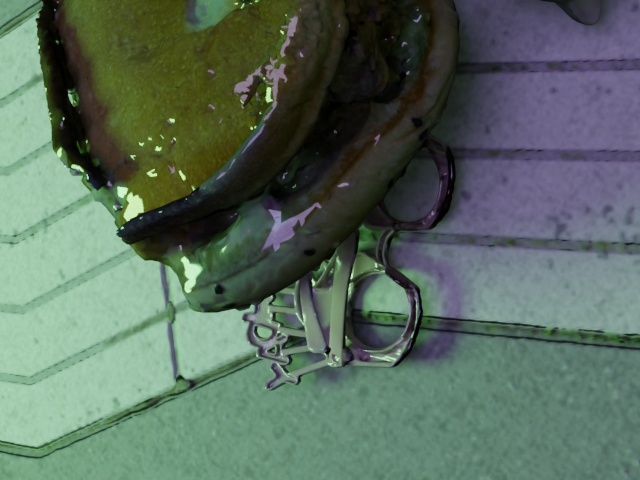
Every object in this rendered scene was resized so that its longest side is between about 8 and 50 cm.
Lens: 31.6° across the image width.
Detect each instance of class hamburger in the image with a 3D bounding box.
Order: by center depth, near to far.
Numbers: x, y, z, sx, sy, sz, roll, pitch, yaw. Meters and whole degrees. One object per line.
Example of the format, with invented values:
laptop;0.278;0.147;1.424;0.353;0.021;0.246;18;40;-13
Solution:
hamburger;-0.052;-0.131;0.793;0.277;0.195;0.318;-30;49;22

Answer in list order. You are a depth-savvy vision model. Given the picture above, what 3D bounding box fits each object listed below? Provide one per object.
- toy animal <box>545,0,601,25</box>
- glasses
toy animal;0.080;-0.273;0.755;0.266;0.308;0.188;46;126;50
glasses;-0.001;-0.001;0.861;0.162;0.095;0.255;19;94;41
